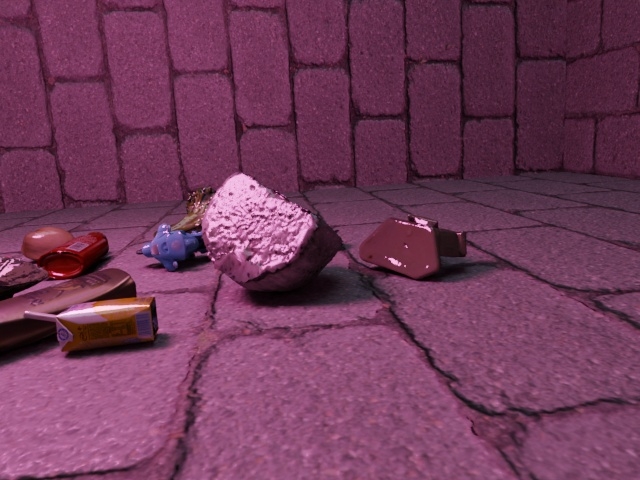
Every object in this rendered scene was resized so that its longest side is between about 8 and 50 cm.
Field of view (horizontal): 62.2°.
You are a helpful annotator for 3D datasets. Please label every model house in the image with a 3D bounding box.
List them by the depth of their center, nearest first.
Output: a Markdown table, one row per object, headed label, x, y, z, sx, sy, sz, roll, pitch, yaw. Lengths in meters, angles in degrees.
| label | x | y | z | sx | sy | sz | roll | pitch | yaw |
| --- | --- | --- | --- | --- | --- | --- | --- | --- | --- |
| model house | 0.229 | 0.008 | 1.230 | 0.188 | 0.122 | 0.229 | -7 | 15 | -42 |

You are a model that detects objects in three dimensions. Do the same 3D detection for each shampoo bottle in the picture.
| label | x | y | z | sx | sy | sz | roll | pitch | yaw |
| --- | --- | --- | --- | --- | --- | --- | --- | --- | --- |
| shampoo bottle | -0.495 | 0.131 | 0.927 | 0.126 | 0.084 | 0.350 | 3 | 14 | 33 |
| shampoo bottle | -0.671 | 0.035 | 1.482 | 0.118 | 0.076 | 0.314 | -6 | 11 | -6 |

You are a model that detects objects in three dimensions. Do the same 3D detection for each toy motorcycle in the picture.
| label | x | y | z | sx | sy | sz | roll | pitch | yaw |
| --- | --- | --- | --- | --- | --- | --- | --- | --- | --- |
| toy motorcycle | -0.343 | 0.007 | 1.420 | 0.272 | 0.123 | 0.182 | -11 | 3 | -31 |

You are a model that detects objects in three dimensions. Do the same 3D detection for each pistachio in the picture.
| label | x | y | z | sx | sy | sz | roll | pitch | yaw |
| --- | --- | --- | --- | --- | --- | --- | --- | --- | --- |
| pistachio | -0.808 | 0.012 | 1.586 | 0.149 | 0.112 | 0.113 | 1 | 10 | -13 |

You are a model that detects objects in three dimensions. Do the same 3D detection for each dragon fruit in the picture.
| label | x | y | z | sx | sy | sz | roll | pitch | yaw |
| --- | --- | --- | --- | --- | --- | --- | --- | --- | --- |
| dragon fruit | -0.105 | 0.010 | 1.142 | 0.283 | 0.203 | 0.221 | 34 | -2 | 30 |

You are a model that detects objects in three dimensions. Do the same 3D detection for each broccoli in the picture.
| label | x | y | z | sx | sy | sz | roll | pitch | yaw |
| --- | --- | --- | --- | --- | --- | --- | --- | --- | --- |
| broccoli | -0.383 | -0.036 | 1.708 | 0.199 | 0.177 | 0.274 | 30 | 48 | 2 |

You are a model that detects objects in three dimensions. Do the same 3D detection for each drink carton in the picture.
| label | x | y | z | sx | sy | sz | roll | pitch | yaw |
| --- | --- | --- | --- | --- | --- | --- | --- | --- | --- |
| drink carton | -0.373 | 0.139 | 0.868 | 0.200 | 0.074 | 0.084 | -6 | 11 | -8 |

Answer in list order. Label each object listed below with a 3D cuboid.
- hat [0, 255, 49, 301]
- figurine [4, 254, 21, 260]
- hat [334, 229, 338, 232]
| label | x | y | z | sx | sy | sz | roll | pitch | yaw |
| --- | --- | --- | --- | --- | --- | --- | --- | --- | --- |
| hat | -0.649 | 0.108 | 0.980 | 0.266 | 0.128 | 0.265 | 6 | 11 | -1 |
| figurine | -0.905 | 0.063 | 1.476 | 0.129 | 0.054 | 0.072 | -9 | 8 | -35 |
| hat | 0.000 | 0.000 | 1.507 | 0.121 | 0.050 | 0.121 | -7 | 6 | 1 |
